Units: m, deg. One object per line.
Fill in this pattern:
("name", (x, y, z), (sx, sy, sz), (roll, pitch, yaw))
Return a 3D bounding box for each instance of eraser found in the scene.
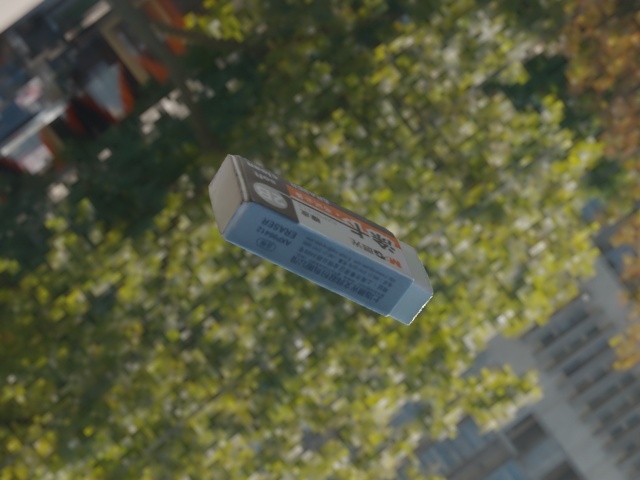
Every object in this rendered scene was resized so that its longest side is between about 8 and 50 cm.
("eraser", (0.000, 0.000, 0.873), (0.029, 0.122, 0.052), (-54, -154, 21))
